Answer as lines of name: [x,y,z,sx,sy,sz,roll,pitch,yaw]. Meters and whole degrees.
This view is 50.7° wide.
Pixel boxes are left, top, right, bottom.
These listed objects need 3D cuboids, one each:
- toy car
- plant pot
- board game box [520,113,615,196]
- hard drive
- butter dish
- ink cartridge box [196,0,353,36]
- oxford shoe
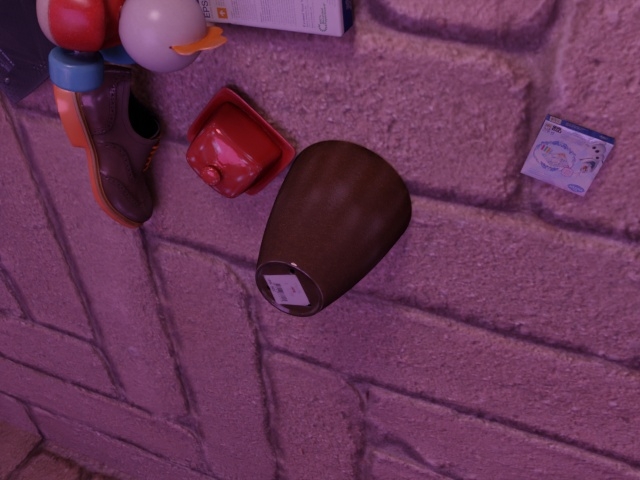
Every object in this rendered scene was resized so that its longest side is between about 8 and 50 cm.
toy car: [-0.224,-0.301,0.903,0.238,0.210,0.219,23,130,8]
plant pot: [0.000,0.000,1.026,0.215,0.230,0.215,17,136,17]
board game box: [0.322,-0.111,0.886,0.090,0.020,0.090,23,136,10]
hard drive: [-0.509,-0.353,1.138,0.254,0.054,0.172,-22,115,42]
butter dish: [-0.150,-0.131,1.079,0.160,0.118,0.160,42,138,-10]
ink cartridge box: [-0.072,-0.381,0.857,0.224,0.045,0.223,14,134,22]
oxford shoe: [-0.334,-0.147,1.172,0.132,0.130,0.364,-9,146,-2]
